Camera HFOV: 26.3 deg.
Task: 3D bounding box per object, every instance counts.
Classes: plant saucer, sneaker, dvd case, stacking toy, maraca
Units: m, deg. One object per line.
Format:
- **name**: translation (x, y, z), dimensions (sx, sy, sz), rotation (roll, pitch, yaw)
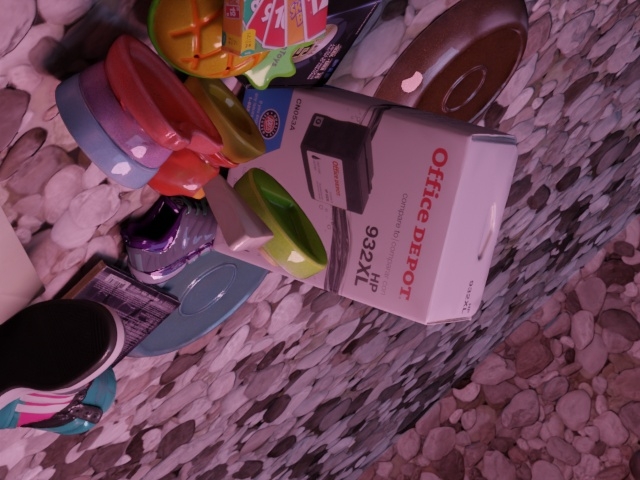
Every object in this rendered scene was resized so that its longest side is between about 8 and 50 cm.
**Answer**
- **plant saucer**: translation (-0.166, 0.056, 1.890), dimensions (0.317, 0.043, 0.317), rotation (-37, 158, -17)
- **sneaker**: translation (-0.146, -0.035, 1.702), dimensions (0.224, 0.083, 0.098), rotation (-37, 150, -18)
- **sneaker**: translation (-0.294, 0.154, 1.613), dimensions (0.295, 0.123, 0.178), rotation (-23, 160, 33)
- **dvd case**: translation (-0.303, 0.126, 1.746), dimensions (0.221, 0.018, 0.164), rotation (-43, 146, 10)
- **stacking toy**: translation (-0.140, -0.056, 1.418), dimensions (0.130, 0.279, 0.309), rotation (-36, 162, 13)
- **maraca**: translation (-0.089, -0.216, 1.388), dimensions (0.186, 0.099, 0.127), rotation (17, 120, -36)
- **plant saucer**: translation (0.194, -0.231, 1.976), dimensions (0.311, 0.050, 0.310), rotation (-37, 157, -18)

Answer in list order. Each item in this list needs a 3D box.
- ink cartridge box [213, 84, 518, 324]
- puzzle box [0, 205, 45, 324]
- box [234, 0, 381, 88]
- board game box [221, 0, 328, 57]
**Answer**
- **ink cartridge box**: translation (0.048, -0.053, 1.604), dimensions (0.129, 0.307, 0.223), rotation (-3, 108, -58)
- **puzzle box**: translation (-0.486, 0.099, 1.388), dimensions (0.409, 0.052, 0.272), rotation (-37, 159, -15)
- **box**: translation (-0.016, -0.259, 1.504), dimensions (0.147, 0.077, 0.180), rotation (-9, 141, -54)
- **board game box**: translation (-0.035, -0.310, 1.297), dimensions (0.124, 0.039, 0.259), rotation (-22, 123, -44)
